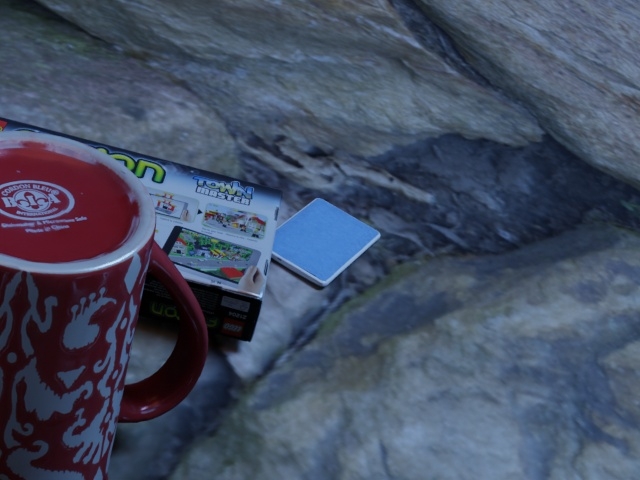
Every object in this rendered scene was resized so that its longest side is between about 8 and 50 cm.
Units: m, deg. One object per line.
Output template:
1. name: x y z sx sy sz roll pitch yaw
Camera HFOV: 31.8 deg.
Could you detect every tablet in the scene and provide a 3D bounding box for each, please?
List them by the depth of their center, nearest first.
1. tablet: 0.000 0.000 0.747 0.054 0.006 0.083 31 35 15

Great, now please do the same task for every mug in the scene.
1. mug: -0.124 0.039 0.490 0.113 0.169 0.150 29 36 12

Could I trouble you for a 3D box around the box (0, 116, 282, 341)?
1. box: -0.130 -0.012 0.666 0.207 0.036 0.114 15 35 -5
